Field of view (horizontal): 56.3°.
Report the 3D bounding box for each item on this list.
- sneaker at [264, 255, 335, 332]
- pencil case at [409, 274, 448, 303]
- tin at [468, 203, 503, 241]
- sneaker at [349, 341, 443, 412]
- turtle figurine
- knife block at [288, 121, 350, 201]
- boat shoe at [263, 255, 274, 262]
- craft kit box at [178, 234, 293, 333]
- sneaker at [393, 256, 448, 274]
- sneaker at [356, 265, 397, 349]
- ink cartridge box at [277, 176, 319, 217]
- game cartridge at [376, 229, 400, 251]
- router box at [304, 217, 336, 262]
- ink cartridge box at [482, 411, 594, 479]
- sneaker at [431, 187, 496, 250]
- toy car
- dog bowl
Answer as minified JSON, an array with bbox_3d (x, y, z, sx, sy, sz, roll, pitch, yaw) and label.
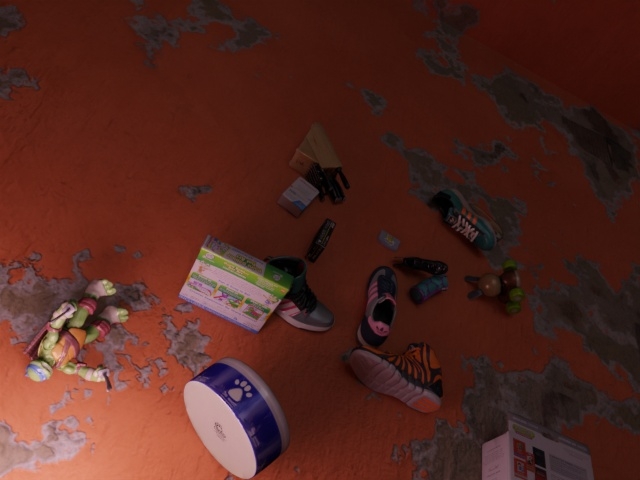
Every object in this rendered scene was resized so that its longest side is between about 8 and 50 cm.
[{"bbox_3d":[-0.062,0.142,1.724,0.295,0.178,0.124,29,47,-8],"label":"sneaker"},{"bbox_3d":[0.371,0.164,2.029,0.151,0.065,0.070,-21,40,-38],"label":"pencil case"},{"bbox_3d":[0.643,-0.066,2.375,0.190,0.040,0.106,46,51,8],"label":"tin"},{"bbox_3d":[0.229,0.365,1.776,0.321,0.124,0.180,35,42,-16],"label":"sneaker"},{"bbox_3d":[-0.527,0.218,1.381,0.198,0.274,0.266,43,36,-15],"label":"turtle figurine"},{"bbox_3d":[0.023,-0.271,2.148,0.242,0.088,0.276,32,47,-6],"label":"knife block"},{"bbox_3d":[-0.108,0.097,1.824,0.152,0.056,0.049,41,41,-9],"label":"boat shoe"},{"bbox_3d":[-0.232,0.124,1.598,0.249,0.247,0.061,27,49,-10],"label":"craft kit box"},{"bbox_3d":[0.341,0.084,2.041,0.170,0.051,0.089,13,5,35],"label":"sneaker"},{"bbox_3d":[0.205,0.188,1.872,0.112,0.131,0.319,25,48,-10],"label":"sneaker"},{"bbox_3d":[-0.074,-0.147,2.024,0.088,0.052,0.122,39,48,2],"label":"ink cartridge box"},{"bbox_3d":[0.241,0.003,2.112,0.083,0.017,0.056,32,51,-4],"label":"game cartridge"},{"bbox_3d":[0.000,0.000,1.926,0.038,0.092,0.122,30,47,-6],"label":"router box"},{"bbox_3d":[0.633,0.689,1.736,0.309,0.130,0.272,26,46,-10],"label":"ink cartridge box"},{"bbox_3d":[0.537,-0.071,2.279,0.121,0.108,0.302,-16,57,-36],"label":"sneaker"},{"bbox_3d":[0.617,0.170,2.149,0.188,0.149,0.155,-3,49,4],"label":"toy car"},{"bbox_3d":[-0.198,0.411,1.388,0.104,0.265,0.265,-31,75,-38],"label":"dog bowl"}]
